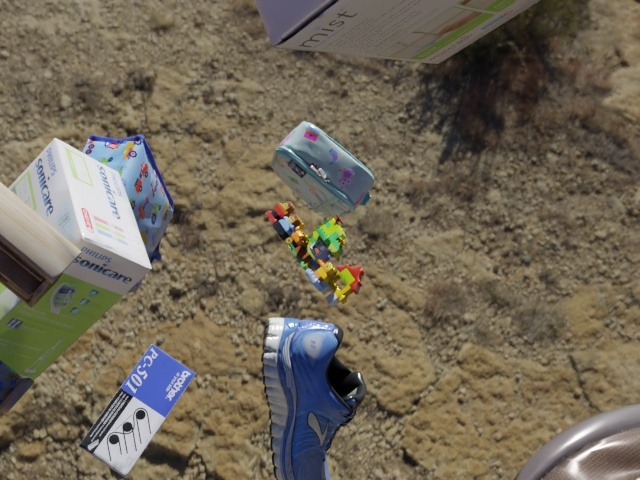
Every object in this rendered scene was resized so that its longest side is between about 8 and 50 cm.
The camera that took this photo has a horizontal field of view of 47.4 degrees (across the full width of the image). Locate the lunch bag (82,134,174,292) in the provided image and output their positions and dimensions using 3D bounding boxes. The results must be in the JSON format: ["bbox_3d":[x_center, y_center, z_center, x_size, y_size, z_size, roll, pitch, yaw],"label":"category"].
[{"bbox_3d":[-0.398,-0.042,1.519,0.138,0.293,0.221,4,58,20],"label":"lunch bag"}]

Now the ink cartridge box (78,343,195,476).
[{"bbox_3d":[-0.317,0.295,1.271,0.097,0.046,0.207,35,66,-3],"label":"ink cartridge box"}]

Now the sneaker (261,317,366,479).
[{"bbox_3d":[-0.001,0.266,1.095,0.147,0.330,0.130,-4,26,3],"label":"sneaker"}]

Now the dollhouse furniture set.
[{"bbox_3d":[-0.373,0.079,0.724,0.212,0.161,0.242,42,60,-10],"label":"dollhouse furniture set"}]

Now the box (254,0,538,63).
[{"bbox_3d":[0.105,-0.245,0.526,0.231,0.262,0.127,-11,79,-48],"label":"box"}]

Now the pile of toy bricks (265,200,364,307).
[{"bbox_3d":[0.000,0.000,1.273,0.105,0.118,0.212,-36,52,0],"label":"pile of toy bricks"}]

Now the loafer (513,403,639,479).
[{"bbox_3d":[0.276,0.192,0.436,0.365,0.134,0.130,8,21,-16],"label":"loafer"}]

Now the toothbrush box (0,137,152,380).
[{"bbox_3d":[-0.391,0.037,1.011,0.283,0.122,0.206,-40,51,14],"label":"toothbrush box"}]

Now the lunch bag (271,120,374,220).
[{"bbox_3d":[0.003,-0.143,1.618,0.224,0.279,0.108,42,82,-4],"label":"lunch bag"}]
